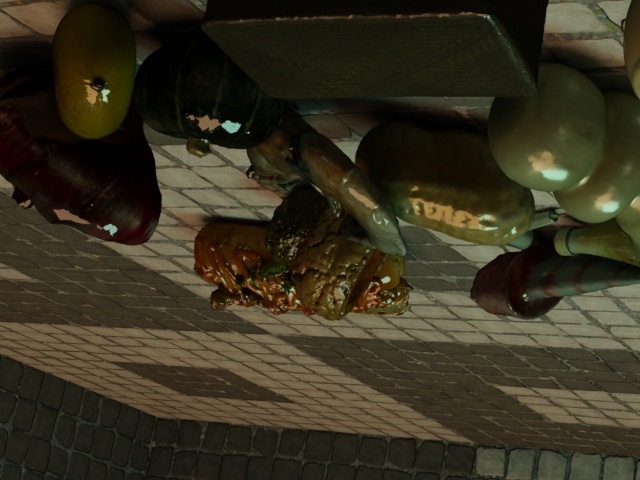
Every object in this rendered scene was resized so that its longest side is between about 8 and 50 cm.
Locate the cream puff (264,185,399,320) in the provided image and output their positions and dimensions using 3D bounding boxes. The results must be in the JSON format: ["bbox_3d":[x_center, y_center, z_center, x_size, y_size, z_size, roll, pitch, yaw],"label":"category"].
[{"bbox_3d":[0.000,0.000,2.225,0.169,0.183,0.183,30,167,10],"label":"cream puff"}]

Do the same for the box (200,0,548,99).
[{"bbox_3d":[0.051,-0.221,1.403,0.273,0.143,0.184,2,162,24],"label":"box"}]

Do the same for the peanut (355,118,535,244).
[{"bbox_3d":[0.150,-0.071,1.892,0.224,0.129,0.129,17,164,-2],"label":"peanut"}]

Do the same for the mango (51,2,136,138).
[{"bbox_3d":[-0.249,-0.177,1.758,0.091,0.137,0.237,2,166,-7],"label":"mango"}]

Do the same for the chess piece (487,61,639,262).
[{"bbox_3d":[0.320,-0.077,1.704,0.330,0.182,0.182,24,160,-25],"label":"chess piece"}]

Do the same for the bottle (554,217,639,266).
[{"bbox_3d":[0.408,-0.003,2.045,0.083,0.083,0.269,23,162,-38],"label":"bottle"}]

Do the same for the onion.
[{"bbox_3d":[-0.287,-0.116,1.932,0.272,0.195,0.272,38,-178,-2],"label":"onion"}]

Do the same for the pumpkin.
[{"bbox_3d":[-0.121,-0.158,1.766,0.167,0.125,0.167,-1,162,0],"label":"pumpkin"}]

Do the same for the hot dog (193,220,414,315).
[{"bbox_3d":[-0.032,0.056,2.439,0.348,0.117,0.158,7,149,15],"label":"hot dog"}]

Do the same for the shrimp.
[{"bbox_3d":[-0.002,-0.067,1.932,0.247,0.085,0.360,44,171,-14],"label":"shrimp"}]

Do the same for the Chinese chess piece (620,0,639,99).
[{"bbox_3d":[0.403,-0.172,1.420,0.273,0.102,0.273,10,165,3],"label":"Chinese chess piece"}]

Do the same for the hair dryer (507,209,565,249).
[{"bbox_3d":[0.286,-0.022,2.160,0.063,0.038,0.124,20,155,-36],"label":"hair dryer"}]

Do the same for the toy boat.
[{"bbox_3d":[0.360,0.044,2.168,0.206,0.096,0.282,-19,-175,-40],"label":"toy boat"}]
